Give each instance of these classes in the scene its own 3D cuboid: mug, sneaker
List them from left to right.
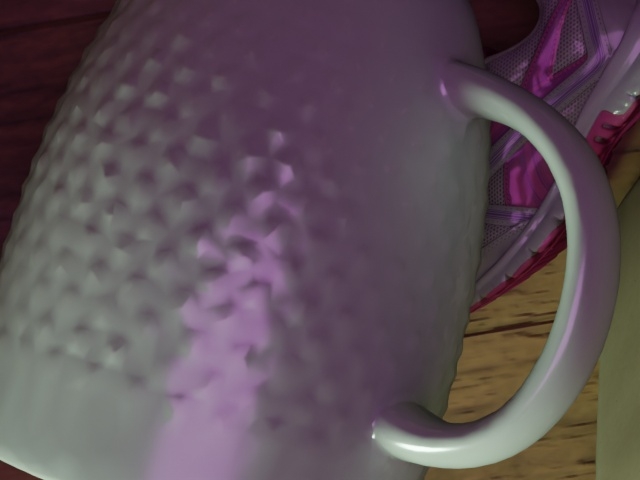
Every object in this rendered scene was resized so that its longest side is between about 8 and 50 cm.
[{"bbox_3d":[0.000,0.000,1.015,0.374,0.276,0.328,16,89,37],"label":"mug"},{"bbox_3d":[0.133,-0.067,1.130,0.111,0.103,0.252,34,104,14],"label":"sneaker"}]

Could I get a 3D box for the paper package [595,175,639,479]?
[{"bbox_3d":[0.288,0.031,0.974,0.168,0.325,0.309,21,133,-9],"label":"paper package"}]
